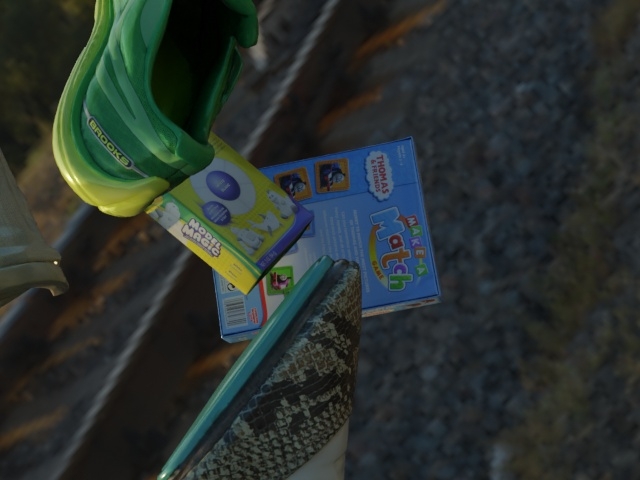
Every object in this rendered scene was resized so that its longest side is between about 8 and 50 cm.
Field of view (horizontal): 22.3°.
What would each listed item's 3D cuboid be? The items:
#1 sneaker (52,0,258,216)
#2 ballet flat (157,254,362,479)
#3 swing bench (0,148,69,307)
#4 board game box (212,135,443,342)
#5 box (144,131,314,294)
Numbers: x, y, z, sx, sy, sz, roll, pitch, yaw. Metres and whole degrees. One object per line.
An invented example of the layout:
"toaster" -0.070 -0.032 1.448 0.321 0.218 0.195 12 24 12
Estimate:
"sneaker" -0.088 -0.156 1.042 0.123 0.109 0.296 -13 63 34
"ballet flat" -0.100 0.232 1.263 0.483 0.182 0.164 -44 1 0
"swing bench" -0.398 -0.022 1.458 0.254 0.253 0.165 -28 -10 1
"board game box" 0.000 0.000 1.552 0.211 0.160 0.039 -11 -16 9
"box" -0.103 -0.043 1.469 0.105 0.179 0.043 -48 -5 -48
